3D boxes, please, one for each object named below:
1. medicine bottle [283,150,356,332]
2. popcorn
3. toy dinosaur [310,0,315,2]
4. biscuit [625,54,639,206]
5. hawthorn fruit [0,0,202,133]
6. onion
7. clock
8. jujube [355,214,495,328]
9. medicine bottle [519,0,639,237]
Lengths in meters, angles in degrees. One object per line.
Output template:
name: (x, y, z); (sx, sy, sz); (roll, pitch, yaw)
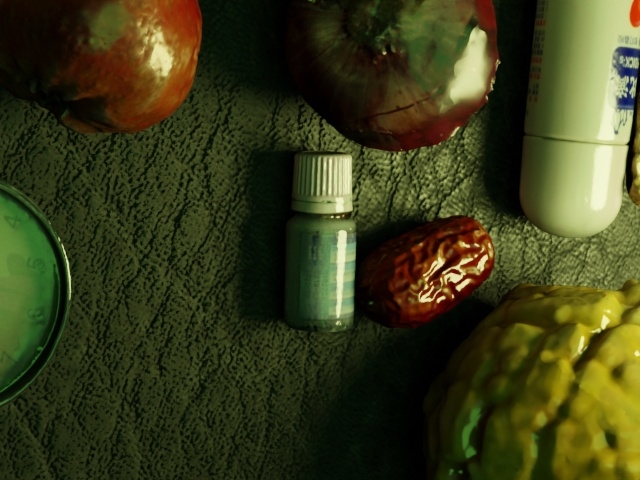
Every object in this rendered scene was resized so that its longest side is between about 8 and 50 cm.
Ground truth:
medicine bottle: (0.000, 0.000, 1.826); (0.083, 0.083, 0.203); (-3, 100, -24)
popcorn: (0.322, 0.226, 1.865); (0.390, 0.354, 0.344); (-9, 112, -21)
toy dinosaur: (0.009, -0.407, 1.621); (0.447, 0.087, 0.301); (27, 111, -29)
biscuit: (0.396, -0.148, 1.963); (0.033, 0.144, 0.224); (7, 82, 6)
hawthorn fruit: (-0.217, -0.249, 1.624); (0.242, 0.242, 0.272); (33, 71, -25)
onion: (0.085, -0.225, 1.775); (0.252, 0.219, 0.252); (1, 93, 20)
clock: (-0.396, 0.057, 1.669); (0.280, 0.055, 0.281); (-4, 99, -25)
jujube: (0.125, 0.037, 1.871); (0.176, 0.112, 0.109); (-28, 147, -26)
medicine bottle: (0.312, -0.173, 1.918); (0.130, 0.130, 0.341); (3, 96, -25)
